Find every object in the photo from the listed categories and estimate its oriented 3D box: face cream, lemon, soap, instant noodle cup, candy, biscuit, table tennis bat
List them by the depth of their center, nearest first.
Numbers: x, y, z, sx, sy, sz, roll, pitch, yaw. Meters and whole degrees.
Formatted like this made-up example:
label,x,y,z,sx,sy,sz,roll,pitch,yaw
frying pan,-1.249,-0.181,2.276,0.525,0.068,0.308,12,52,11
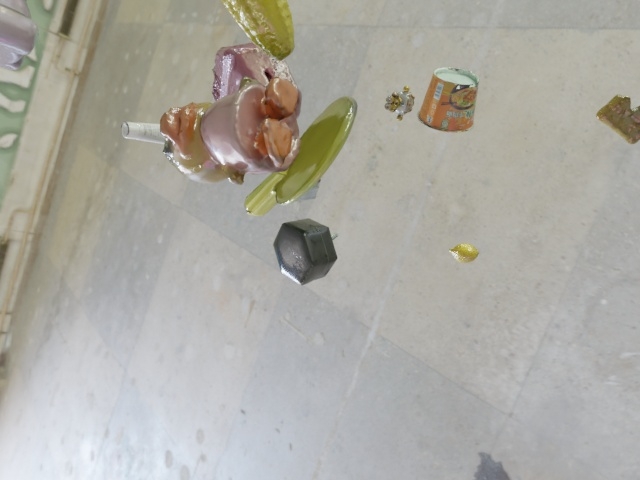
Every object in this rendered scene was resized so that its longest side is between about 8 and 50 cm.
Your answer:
label,x,y,z,sx,sy,sz,roll,pitch,yaw
candy,-0.100,-0.378,0.727,0.106,0.199,0.094,-37,30,-10
table tennis bat,-0.049,-0.138,0.908,0.368,0.054,0.224,-33,32,47
soap,-0.155,-0.332,1.062,0.220,0.127,0.325,66,164,-1
biscuit,0.888,-0.368,1.304,0.174,0.183,0.039,-54,25,37
lemon,0.455,0.038,1.479,0.092,0.065,0.065,5,82,12
face cream,-0.592,-0.386,1.687,0.058,0.243,0.092,-4,92,43
instant noodle cup,0.503,-0.550,1.804,0.230,0.230,0.183,47,145,40

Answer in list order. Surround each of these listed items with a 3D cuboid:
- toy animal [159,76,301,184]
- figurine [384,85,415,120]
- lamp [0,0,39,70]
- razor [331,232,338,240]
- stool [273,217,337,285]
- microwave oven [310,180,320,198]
label,x,y,z,sx,sy,sz,roll,pitch,yaw
toy animal,-0.160,-0.177,0.802,0.280,0.169,0.196,-2,71,25
figurine,0.245,-0.428,1.468,0.068,0.143,0.102,25,142,29
lamp,-0.691,-0.534,0.947,0.247,0.247,0.302,-3,82,50
razor,-0.004,-0.006,2.016,0.084,0.036,0.211,-38,16,-20
stool,-0.056,0.036,1.691,0.232,0.141,0.233,22,119,45
microwave oven,-0.088,-0.208,1.559,0.205,0.162,0.129,138,123,-83
